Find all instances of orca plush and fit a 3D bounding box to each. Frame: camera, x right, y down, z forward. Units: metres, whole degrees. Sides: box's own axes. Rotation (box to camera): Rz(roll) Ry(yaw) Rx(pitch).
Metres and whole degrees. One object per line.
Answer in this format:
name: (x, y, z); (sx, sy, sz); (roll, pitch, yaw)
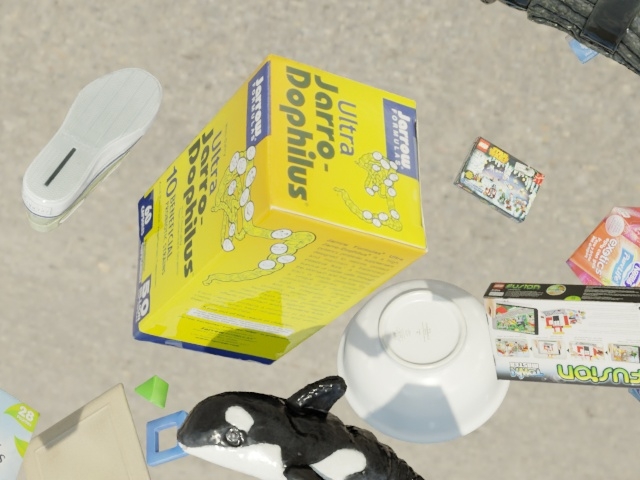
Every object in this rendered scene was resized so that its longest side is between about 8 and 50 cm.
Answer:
orca plush: (0.015, 0.181, 1.149); (0.287, 0.102, 0.151); (21, -179, -9)

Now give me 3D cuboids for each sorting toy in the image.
sorting toy: (-0.315, 0.316, 1.686); (0.347, 0.196, 0.047); (-32, 140, 12)

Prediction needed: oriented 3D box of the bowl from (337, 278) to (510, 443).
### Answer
bowl: (0.170, 0.174, 2.053); (0.297, 0.298, 0.134); (7, 150, 10)

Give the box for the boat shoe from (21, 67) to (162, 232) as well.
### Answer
boat shoe: (-0.338, -0.136, 1.799); (0.109, 0.302, 0.094); (36, 144, 2)

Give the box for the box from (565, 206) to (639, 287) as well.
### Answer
box: (0.509, 0.035, 1.853); (0.256, 0.128, 0.123); (0, 136, -43)

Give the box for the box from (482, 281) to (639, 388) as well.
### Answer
box: (0.289, 0.105, 1.369); (0.206, 0.036, 0.114); (1, 119, 27)

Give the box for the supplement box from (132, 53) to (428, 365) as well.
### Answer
supplement box: (-0.059, -0.019, 1.426); (0.195, 0.194, 0.356); (14, 147, -27)

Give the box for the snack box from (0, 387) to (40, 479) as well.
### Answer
snack box: (-0.382, 0.213, 1.185); (0.070, 0.207, 0.174); (-32, 122, 34)

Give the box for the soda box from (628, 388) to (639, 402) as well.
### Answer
soda box: (0.547, 0.168, 1.789); (0.210, 0.067, 0.071); (-28, 135, -14)

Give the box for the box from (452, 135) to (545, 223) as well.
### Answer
box: (0.302, -0.102, 2.101); (0.137, 0.094, 0.027); (29, 165, -10)

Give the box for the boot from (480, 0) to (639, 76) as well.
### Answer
boot: (0.281, -0.320, 1.084); (0.260, 0.131, 0.348); (27, 128, 20)

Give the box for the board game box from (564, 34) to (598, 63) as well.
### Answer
board game box: (0.401, -0.300, 1.648); (0.160, 0.211, 0.039); (-36, 94, 14)
